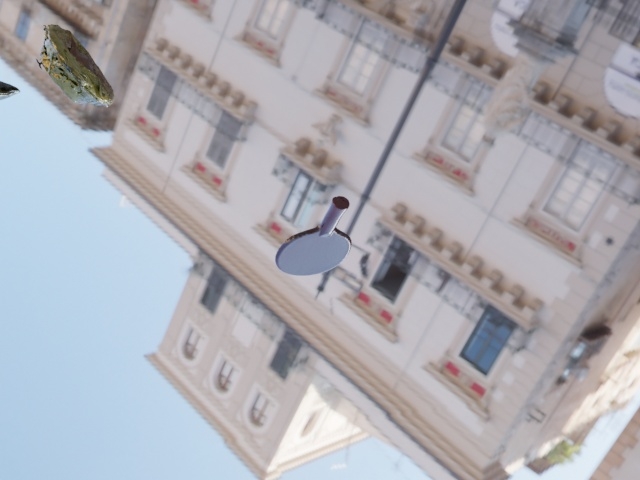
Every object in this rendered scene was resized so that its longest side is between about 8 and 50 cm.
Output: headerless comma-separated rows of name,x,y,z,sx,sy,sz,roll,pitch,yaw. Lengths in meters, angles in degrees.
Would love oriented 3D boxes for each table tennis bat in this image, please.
table tennis bat,0.000,0.000,1.046,0.098,0.154,0.019,1,-127,-23

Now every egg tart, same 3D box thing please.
egg tart,-0.316,-0.218,1.075,0.130,0.052,0.130,54,-176,-6

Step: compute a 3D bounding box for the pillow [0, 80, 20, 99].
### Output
pillow,-0.469,-0.176,0.998,0.113,0.038,0.203,8,-165,25
